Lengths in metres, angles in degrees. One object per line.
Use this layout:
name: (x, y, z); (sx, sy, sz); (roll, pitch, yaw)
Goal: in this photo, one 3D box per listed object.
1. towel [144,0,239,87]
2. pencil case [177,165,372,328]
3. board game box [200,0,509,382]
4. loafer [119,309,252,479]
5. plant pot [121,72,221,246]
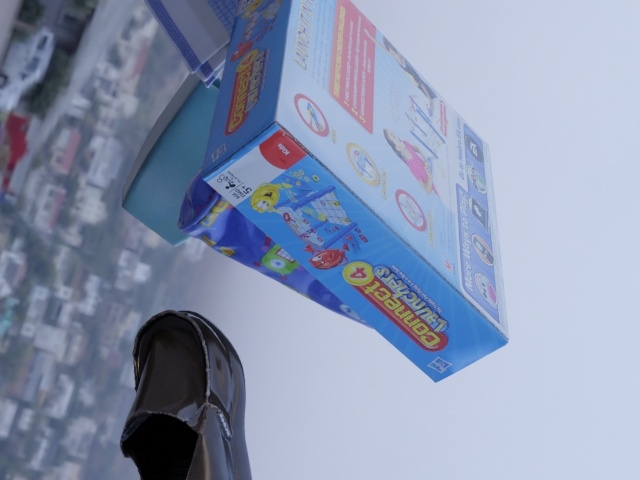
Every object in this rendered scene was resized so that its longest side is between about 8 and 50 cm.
towel: (-0.098, -0.333, 1.367); (0.285, 0.209, 0.034); (-37, 175, 34)
pencil case: (0.000, 0.000, 1.329); (0.133, 0.306, 0.119); (-47, -157, 41)
board game box: (0.042, -0.075, 1.130); (0.086, 0.302, 0.308); (-34, -151, 27)
loafer: (-0.099, 0.126, 0.860); (0.080, 0.078, 0.220); (-39, -137, 17)
plant pot: (-0.191, -0.121, 1.860); (0.234, 0.165, 0.166); (-49, -163, 8)
